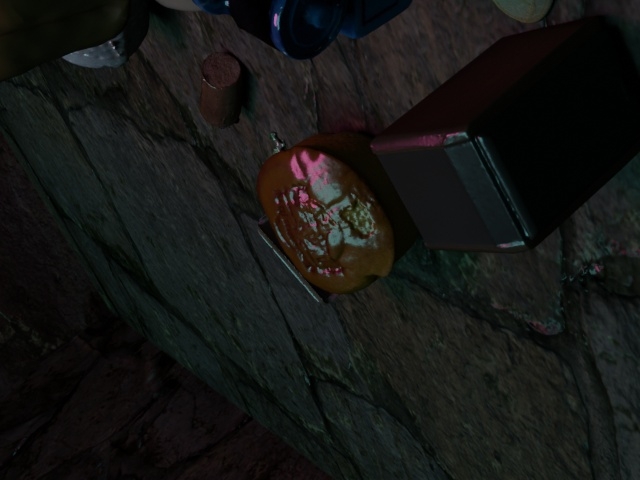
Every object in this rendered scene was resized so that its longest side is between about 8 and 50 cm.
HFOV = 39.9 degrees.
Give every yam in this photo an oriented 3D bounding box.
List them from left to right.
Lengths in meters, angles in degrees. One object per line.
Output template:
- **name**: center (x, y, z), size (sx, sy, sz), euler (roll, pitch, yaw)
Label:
- **yam**: center (-0.179, -0.267, 1.582), size (0.084, 0.084, 0.127), euler (44, 158, 14)

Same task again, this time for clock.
- **clock**: center (0.000, 0.000, 1.570), size (0.192, 0.147, 0.071), euler (48, 170, 3)

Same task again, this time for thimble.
- **thimble**: center (-0.405, -0.425, 1.591), size (0.235, 0.198, 0.143), euler (59, 158, 27)

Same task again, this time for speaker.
- **speaker**: center (0.204, -0.110, 0.951), size (0.192, 0.231, 0.153), euler (3, 129, 59)

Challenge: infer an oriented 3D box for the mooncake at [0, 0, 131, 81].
- **mooncake**: center (-0.444, -0.450, 1.150), size (0.467, 0.262, 0.467), euler (47, 152, 35)

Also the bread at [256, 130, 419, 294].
- **bread**: center (0.025, -0.044, 1.413), size (0.270, 0.148, 0.269), euler (24, 133, 29)

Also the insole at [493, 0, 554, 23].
- **insole**: center (0.216, -0.351, 0.853), size (0.119, 0.009, 0.348), euler (39, 154, 23)

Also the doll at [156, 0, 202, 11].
- **doll**: center (-0.162, -0.459, 1.108), size (0.226, 0.215, 0.370), euler (41, 153, 20)

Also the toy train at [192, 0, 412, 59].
- **toy train**: center (-0.009, -0.352, 0.930), size (0.188, 0.265, 0.300), euler (33, 147, 30)

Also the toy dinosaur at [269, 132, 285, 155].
- **toy dinosaur**: center (-0.082, -0.164, 1.633), size (0.062, 0.021, 0.083), euler (57, 153, 3)
